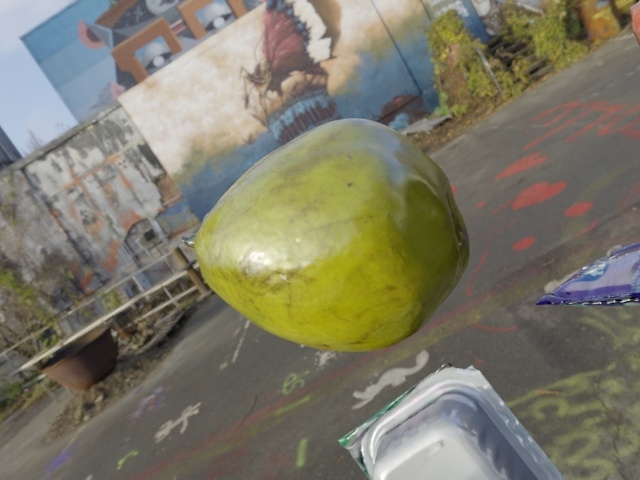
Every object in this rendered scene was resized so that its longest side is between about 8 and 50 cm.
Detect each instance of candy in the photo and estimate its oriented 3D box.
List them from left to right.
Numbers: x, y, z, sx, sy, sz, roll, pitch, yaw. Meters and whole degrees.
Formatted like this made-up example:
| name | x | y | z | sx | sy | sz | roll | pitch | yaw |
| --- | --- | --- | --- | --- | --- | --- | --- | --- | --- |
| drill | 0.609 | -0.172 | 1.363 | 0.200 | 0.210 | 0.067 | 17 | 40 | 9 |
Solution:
| name | x | y | z | sx | sy | sz | roll | pitch | yaw |
| --- | --- | --- | --- | --- | --- | --- | --- | --- | --- |
| candy | 0.426 | 0.045 | 0.694 | 0.275 | 0.070 | 0.145 | -19 | 2 | -37 |

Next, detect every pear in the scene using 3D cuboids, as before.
| name | x | y | z | sx | sy | sz | roll | pitch | yaw |
| --- | --- | --- | --- | --- | --- | --- | --- | --- | --- |
| pear | 0.000 | 0.000 | 0.643 | 0.376 | 0.287 | 0.287 | -1 | 18 | 9 |

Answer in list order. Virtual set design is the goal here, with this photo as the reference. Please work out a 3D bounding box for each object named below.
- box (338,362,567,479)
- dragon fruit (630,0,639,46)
| name | x | y | z | sx | sy | sz | roll | pitch | yaw |
| --- | --- | --- | --- | --- | --- | --- | --- | --- | --- |
| box | 0.205 | 0.379 | 0.728 | 0.264 | 0.336 | 0.106 | -43 | -16 | 19 |
| dragon fruit | 0.562 | -0.269 | 0.624 | 0.343 | 0.277 | 0.277 | -19 | 5 | -23 |
